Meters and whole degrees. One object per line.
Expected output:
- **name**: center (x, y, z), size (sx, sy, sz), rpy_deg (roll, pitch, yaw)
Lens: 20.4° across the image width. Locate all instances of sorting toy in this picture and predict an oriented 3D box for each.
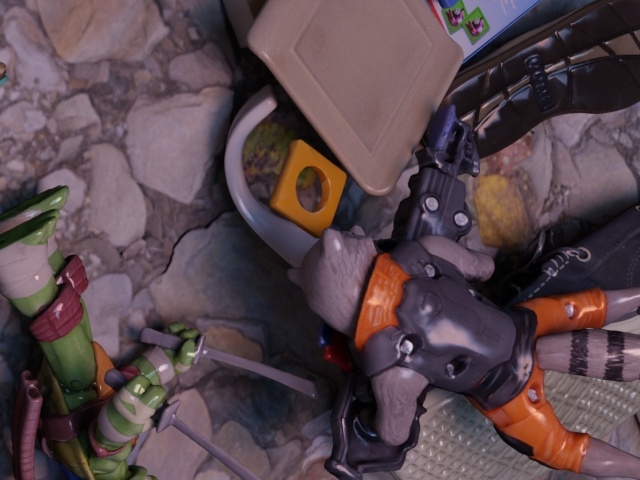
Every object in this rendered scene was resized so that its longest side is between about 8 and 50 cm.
- **sorting toy**: center (0.025, -0.162, 1.509), size (0.196, 0.047, 0.347), rpy_deg (48, 56, -32)

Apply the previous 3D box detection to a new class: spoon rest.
- **spoon rest**: center (0.000, 0.000, 1.546), size (0.084, 0.137, 0.276), rpy_deg (-31, 105, 10)

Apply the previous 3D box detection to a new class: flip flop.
- **flip flop**: center (0.209, -0.157, 1.689), size (0.277, 0.080, 0.112), rpy_deg (-25, 115, -13)

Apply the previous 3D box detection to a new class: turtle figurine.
- **turtle figurine**: center (-0.140, 0.082, 1.397), size (0.198, 0.275, 0.266), rpy_deg (-47, 116, -51)

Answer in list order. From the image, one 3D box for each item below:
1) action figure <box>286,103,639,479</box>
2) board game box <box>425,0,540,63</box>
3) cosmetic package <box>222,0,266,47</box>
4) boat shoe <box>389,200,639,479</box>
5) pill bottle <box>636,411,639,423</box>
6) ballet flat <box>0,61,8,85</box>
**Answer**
- **action figure**: center (0.139, 0.041, 1.437), size (0.330, 0.178, 0.341), rpy_deg (15, 72, -15)
- **board game box**: center (0.127, -0.259, 1.635), size (0.211, 0.039, 0.160), rpy_deg (-39, 115, -23)
- **cosmetic package**: center (-0.026, -0.215, 1.535), size (0.115, 0.041, 0.060), rpy_deg (-33, 114, -27)
- **boat shoe**: center (0.230, 0.086, 1.673), size (0.500, 0.156, 0.187), rpy_deg (-26, 140, -32)
- **pill bottle**: center (0.441, 0.137, 1.851), size (0.221, 0.121, 0.121), rpy_deg (-30, 112, -28)
- **ballet flat**: center (-0.326, -0.089, 1.332), size (0.206, 0.073, 0.067), rpy_deg (-44, 104, -26)
